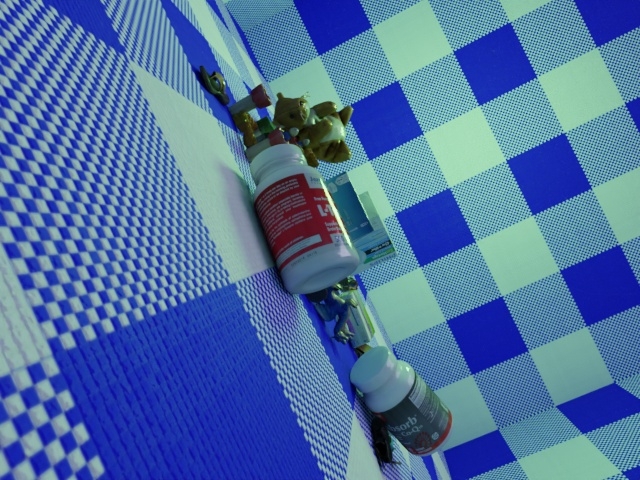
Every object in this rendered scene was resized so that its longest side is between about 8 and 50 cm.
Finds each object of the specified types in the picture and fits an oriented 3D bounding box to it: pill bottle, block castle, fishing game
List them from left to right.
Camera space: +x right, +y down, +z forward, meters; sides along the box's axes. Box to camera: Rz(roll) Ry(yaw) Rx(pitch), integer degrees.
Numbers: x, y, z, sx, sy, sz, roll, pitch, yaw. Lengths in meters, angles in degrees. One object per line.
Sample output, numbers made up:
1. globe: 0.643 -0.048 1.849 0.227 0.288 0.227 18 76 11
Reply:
1. block castle: -0.151 -0.369 1.781 0.303 0.212 0.453 68 7 24
2. pill bottle: -0.062 -0.068 1.313 0.408 0.229 0.229 67 7 20
3. fishing game: 0.239 0.685 1.651 0.189 0.041 0.264 51 15 -53
4. pill bottle: 0.278 0.553 1.560 0.363 0.210 0.210 49 11 -13

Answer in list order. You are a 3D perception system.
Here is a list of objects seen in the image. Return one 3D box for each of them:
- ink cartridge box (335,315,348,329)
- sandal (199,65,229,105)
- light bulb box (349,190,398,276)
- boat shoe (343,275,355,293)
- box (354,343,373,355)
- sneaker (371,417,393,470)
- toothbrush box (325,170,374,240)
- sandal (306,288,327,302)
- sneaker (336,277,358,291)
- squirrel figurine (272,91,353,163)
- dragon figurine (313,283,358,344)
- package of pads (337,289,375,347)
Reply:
1. ink cartridge box: 0.083 0.326 1.800 0.083 0.028 0.048 63 7 -12
2. sandal: -0.346 -0.527 1.515 0.090 0.060 0.219 66 7 13
3. light bulb box: 0.194 -0.020 2.492 0.361 0.357 0.225 56 12 -42
4. boat shoe: 0.148 0.232 2.383 0.095 0.084 0.258 67 8 25
5. box: 0.230 0.501 1.958 0.164 0.021 0.201 32 1 11
6. sneaker: 0.195 0.642 1.424 0.089 0.051 0.170 62 9 -52
7. toothbrush box: 0.013 -0.079 1.627 0.216 0.295 0.126 66 6 23
8. sandal: -0.049 0.082 1.471 0.054 0.097 0.255 -79 154 -77
9. sneaker: 0.095 0.211 2.144 0.221 0.087 0.083 32 60 -52
10. squirrel figurine: -0.089 -0.532 2.124 0.370 0.397 0.281 15 77 -37
11. dragon figurine: 0.031 0.224 1.541 0.289 0.144 0.085 45 9 2
12. package of pads: 0.149 0.334 1.978 0.296 0.101 0.229 30 37 -79
